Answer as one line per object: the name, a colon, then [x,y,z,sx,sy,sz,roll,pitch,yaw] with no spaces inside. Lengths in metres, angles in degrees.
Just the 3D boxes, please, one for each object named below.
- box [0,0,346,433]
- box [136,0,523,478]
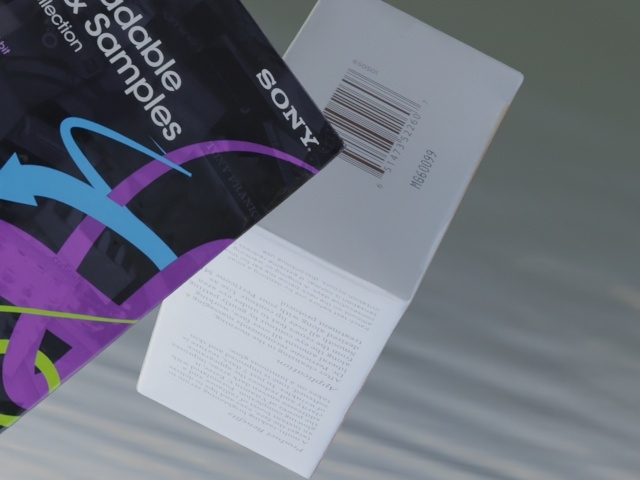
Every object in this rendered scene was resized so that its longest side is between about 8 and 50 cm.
box: [-0.082,-0.024,0.414,0.116,0.162,0.029,54,148,-8]
box: [0.000,0.000,0.688,0.091,0.130,0.170,27,147,2]
